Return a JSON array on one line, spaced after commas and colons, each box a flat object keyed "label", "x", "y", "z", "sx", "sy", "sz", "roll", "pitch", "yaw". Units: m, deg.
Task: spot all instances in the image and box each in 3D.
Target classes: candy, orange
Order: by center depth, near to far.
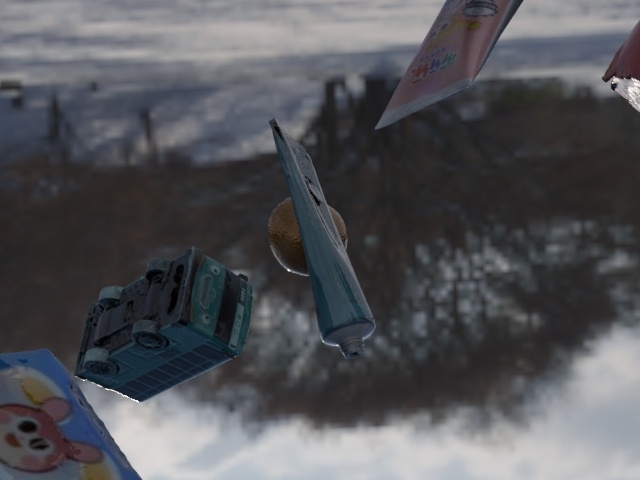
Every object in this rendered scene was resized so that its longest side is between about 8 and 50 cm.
[{"label": "candy", "x": -0.213, "y": 0.234, "z": 1.160, "sx": 0.100, "sy": 0.305, "sz": 0.157, "roll": -4, "pitch": -139, "yaw": -39}, {"label": "orange", "x": -0.013, "y": -0.005, "z": 1.826, "sx": 0.085, "sy": 0.085, "sz": 0.085, "roll": -3, "pitch": -175, "yaw": 0}]

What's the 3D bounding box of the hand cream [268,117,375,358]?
[{"label": "hand cream", "x": 0.000, "y": 0.000, "z": 1.595, "sx": 0.048, "sy": 0.224, "sz": 0.083, "roll": -23, "pitch": 156, "yaw": 13}]

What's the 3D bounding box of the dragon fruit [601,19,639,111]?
[{"label": "dragon fruit", "x": 0.407, "y": -0.164, "z": 1.504, "sx": 0.305, "sy": 0.225, "sz": 0.305, "roll": 25, "pitch": -179, "yaw": 0}]

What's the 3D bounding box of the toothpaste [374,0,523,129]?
[{"label": "toothpaste", "x": 0.090, "y": -0.131, "z": 1.086, "sx": 0.067, "sy": 0.043, "sz": 0.194, "roll": -21, "pitch": -154, "yaw": 38}]

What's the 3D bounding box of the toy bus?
[{"label": "toy bus", "x": -0.128, "y": 0.073, "z": 1.540, "sx": 0.092, "sy": 0.079, "sz": 0.160, "roll": 28, "pitch": 144, "yaw": -29}]
